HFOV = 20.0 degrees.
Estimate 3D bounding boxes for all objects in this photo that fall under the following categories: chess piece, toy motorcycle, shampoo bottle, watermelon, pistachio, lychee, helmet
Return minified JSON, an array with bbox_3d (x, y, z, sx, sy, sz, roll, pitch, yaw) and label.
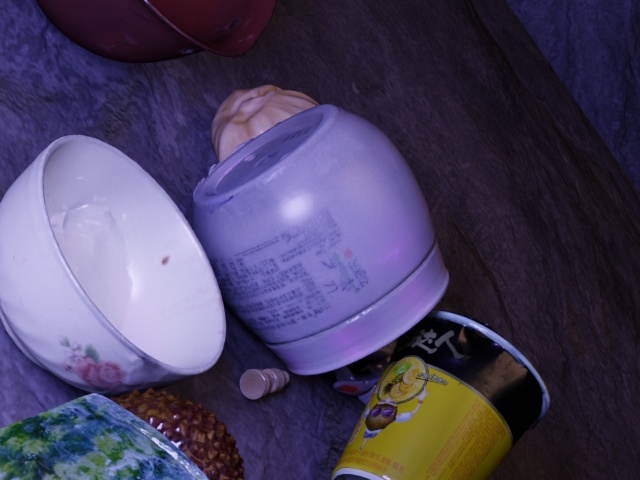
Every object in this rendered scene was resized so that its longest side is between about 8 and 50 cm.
[{"bbox_3d":[-0.061,0.166,2.149,0.035,0.035,0.092,63,21,10],"label":"chess piece"},{"bbox_3d":[0.105,0.197,2.346,0.260,0.110,0.171,29,49,-39],"label":"toy motorcycle"},{"bbox_3d":[0.000,0.000,2.163,0.266,0.273,0.273,58,24,-17],"label":"shampoo bottle"},{"bbox_3d":[-0.241,0.256,1.533,0.193,0.310,0.232,63,-13,10],"label":"watermelon"},{"bbox_3d":[-0.049,-0.115,2.363,0.229,0.157,0.157,33,34,-54],"label":"pistachio"},{"bbox_3d":[-0.154,0.229,1.740,0.188,0.188,0.188,43,29,-31],"label":"lychee"},{"bbox_3d":[-0.237,-0.341,2.162,0.337,0.230,0.385,32,44,-42],"label":"helmet"}]

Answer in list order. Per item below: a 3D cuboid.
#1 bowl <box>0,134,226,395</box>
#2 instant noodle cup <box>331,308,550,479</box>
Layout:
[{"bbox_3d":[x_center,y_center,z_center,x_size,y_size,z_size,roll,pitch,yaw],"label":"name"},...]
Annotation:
[{"bbox_3d":[-0.234,0.043,1.825,0.277,0.145,0.277,45,27,-31],"label":"bowl"},{"bbox_3d":[0.132,0.234,2.178,0.215,0.215,0.236,48,61,-22],"label":"instant noodle cup"}]
